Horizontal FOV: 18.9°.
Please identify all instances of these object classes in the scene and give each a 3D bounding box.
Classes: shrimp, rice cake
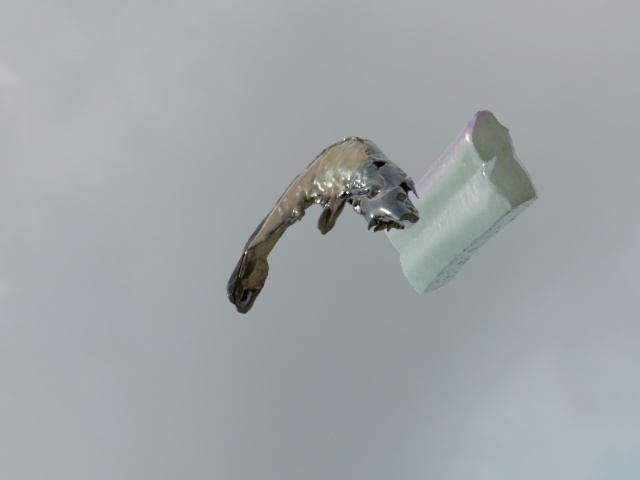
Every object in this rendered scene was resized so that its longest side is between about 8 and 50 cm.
[{"bbox_3d":[-0.002,-0.002,1.283,0.148,0.195,0.035,-43,-69,-1],"label":"shrimp"},{"bbox_3d":[0.106,-0.026,1.531,0.042,0.080,0.222,-25,-11,-24],"label":"rice cake"}]
